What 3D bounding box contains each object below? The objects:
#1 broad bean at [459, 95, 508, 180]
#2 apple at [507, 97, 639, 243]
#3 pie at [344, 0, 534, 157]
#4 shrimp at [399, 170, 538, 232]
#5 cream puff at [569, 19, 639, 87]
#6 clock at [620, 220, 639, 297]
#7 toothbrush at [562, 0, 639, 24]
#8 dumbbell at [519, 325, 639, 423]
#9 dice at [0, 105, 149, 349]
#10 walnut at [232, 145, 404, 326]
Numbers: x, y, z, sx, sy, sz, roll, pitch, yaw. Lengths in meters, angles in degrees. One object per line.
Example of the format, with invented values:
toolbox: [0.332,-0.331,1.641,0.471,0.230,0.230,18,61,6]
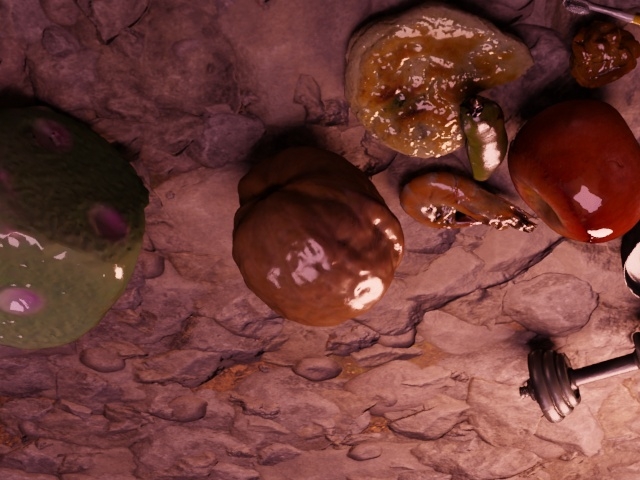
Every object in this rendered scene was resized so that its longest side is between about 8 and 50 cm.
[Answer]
broad bean: [0.281,-0.178,1.762,0.077,0.061,0.339,-37,154,-2]
apple: [0.457,-0.121,1.792,0.206,0.251,0.272,-39,122,0]
pie: [0.186,-0.265,1.741,0.338,0.075,0.337,-1,141,-1]
shrimp: [0.282,-0.054,1.999,0.287,0.063,0.152,21,137,-19]
cream puff: [0.459,-0.308,1.690,0.116,0.094,0.122,-32,166,34]
clock: [0.767,0.022,2.099,0.313,0.061,0.312,-1,139,-1]
toothbrush: [0.528,-0.356,1.682,0.288,0.024,0.021,9,136,-12]
dumbbell: [0.642,0.290,2.319,0.406,0.179,0.179,-20,136,20]
dice: [-0.518,-0.023,1.815,0.318,0.330,0.322,25,132,-33]
walnut: [-0.003,0.002,1.873,0.306,0.306,0.344,-28,133,27]
